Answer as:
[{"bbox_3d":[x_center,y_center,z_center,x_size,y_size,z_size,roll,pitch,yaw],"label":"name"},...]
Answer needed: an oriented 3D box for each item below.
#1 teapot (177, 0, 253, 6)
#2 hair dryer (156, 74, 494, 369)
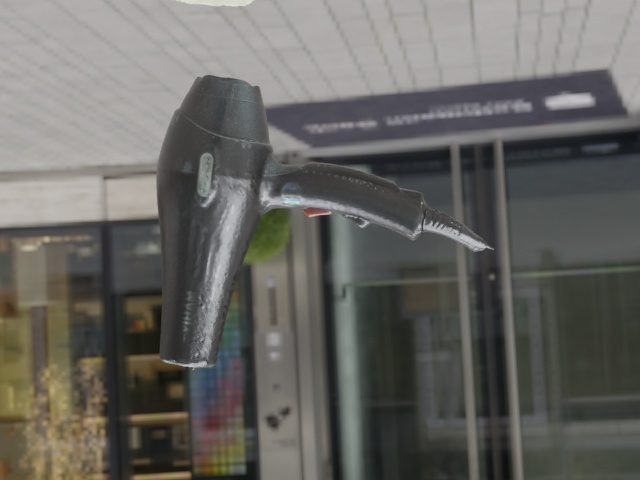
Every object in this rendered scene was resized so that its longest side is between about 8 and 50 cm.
[{"bbox_3d":[-0.057,-0.221,0.724,0.107,0.200,0.077,1,135,-14],"label":"teapot"},{"bbox_3d":[0.000,0.000,0.991,0.272,0.235,0.091,8,-178,5],"label":"hair dryer"}]
